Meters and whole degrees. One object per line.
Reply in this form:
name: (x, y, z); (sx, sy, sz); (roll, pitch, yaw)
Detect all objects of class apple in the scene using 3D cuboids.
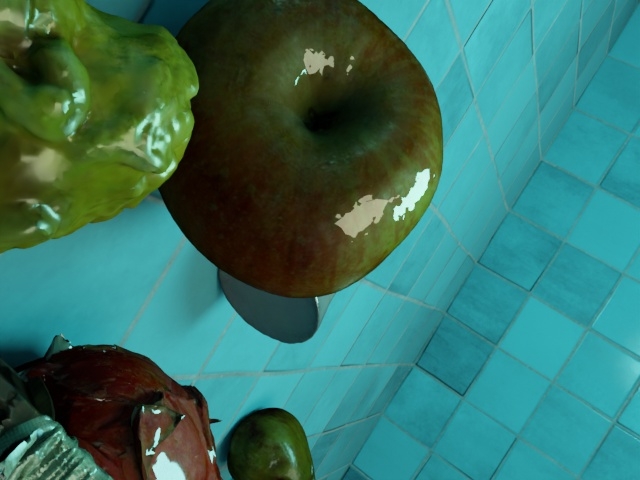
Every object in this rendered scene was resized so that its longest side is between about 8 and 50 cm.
apple: (-0.030, -0.090, 0.642); (0.301, 0.301, 0.302); (-45, 155, -28)

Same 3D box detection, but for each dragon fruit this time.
dragon fruit: (-0.238, 0.258, 0.640); (0.295, 0.295, 0.302); (-45, 147, -28)

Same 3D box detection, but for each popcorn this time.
popcorn: (-0.198, -0.099, 0.429); (0.200, 0.225, 0.203); (-109, -176, -77)

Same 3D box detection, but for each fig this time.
fig: (-0.081, 0.497, 1.323); (0.190, 0.290, 0.191); (-25, 158, -11)

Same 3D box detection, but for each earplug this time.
earplug: (0.000, 0.000, 0.987); (0.301, 0.172, 0.173); (-46, 156, -44)

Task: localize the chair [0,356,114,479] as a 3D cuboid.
chair: (-0.242, 0.174, 0.448); (0.160, 0.186, 0.319); (-46, 112, -26)
